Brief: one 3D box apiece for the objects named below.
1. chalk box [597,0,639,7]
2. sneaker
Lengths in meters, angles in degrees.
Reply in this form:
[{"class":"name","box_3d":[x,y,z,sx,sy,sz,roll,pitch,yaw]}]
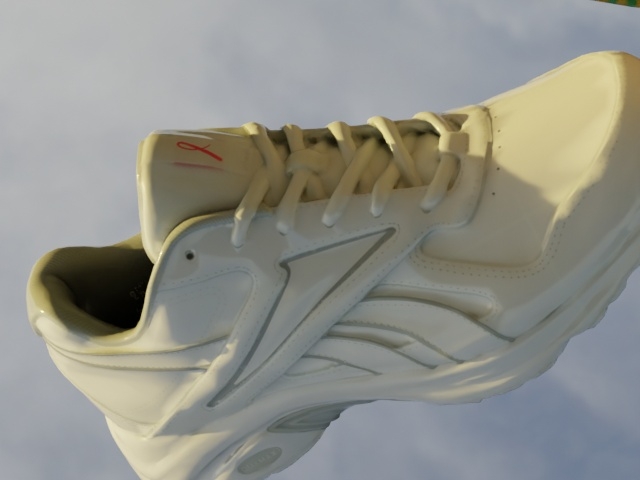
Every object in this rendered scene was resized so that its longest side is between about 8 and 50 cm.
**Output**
[{"class":"chalk box","box_3d":[0.124,-0.219,0.428,0.179,0.289,0.180,4,-146,-26]},{"class":"sneaker","box_3d":[0.000,0.000,0.525,0.232,0.115,0.090,-31,-146,23]}]
